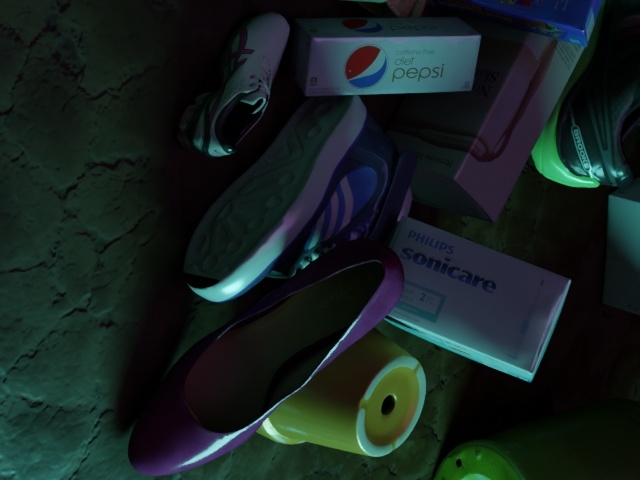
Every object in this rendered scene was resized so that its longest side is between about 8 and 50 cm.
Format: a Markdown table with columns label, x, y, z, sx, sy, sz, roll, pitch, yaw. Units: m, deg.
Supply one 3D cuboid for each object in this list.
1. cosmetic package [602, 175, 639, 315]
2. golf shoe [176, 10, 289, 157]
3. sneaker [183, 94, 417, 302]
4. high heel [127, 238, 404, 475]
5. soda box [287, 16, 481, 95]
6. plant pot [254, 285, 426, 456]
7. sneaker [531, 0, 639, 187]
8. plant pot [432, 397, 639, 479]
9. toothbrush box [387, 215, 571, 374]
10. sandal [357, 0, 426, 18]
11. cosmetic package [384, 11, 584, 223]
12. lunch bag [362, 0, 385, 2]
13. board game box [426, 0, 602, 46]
| label | x | y | z | sx | sy | sz | roll | pitch | yaw |
| --- | --- | --- | --- | --- | --- | --- | --- | --- | --- |
| cosmetic package | 0.639 | -0.004 | 1.968 | 0.224 | 0.138 | 0.224 | -26 | 121 | -39 |
| golf shoe | -0.077 | -0.167 | 1.170 | 0.067 | 0.086 | 0.186 | 42 | 72 | -45 |
| sneaker | 0.000 | 0.000 | 1.281 | 0.323 | 0.130 | 0.236 | -55 | 133 | -25 |
| high heel | -0.071 | 0.128 | 1.164 | 0.377 | 0.127 | 0.181 | -43 | 175 | -2 |
| soda box | 0.074 | -0.218 | 1.257 | 0.216 | 0.069 | 0.074 | -5 | 122 | -20 |
| plant pot | 0.019 | 0.174 | 1.326 | 0.205 | 0.188 | 0.205 | -20 | 119 | -41 |
| sneaker | 0.493 | -0.292 | 1.626 | 0.483 | 0.202 | 0.185 | -65 | 159 | 0 |
| plant pot | 0.377 | 0.441 | 1.731 | 0.353 | 0.366 | 0.366 | 6 | 101 | -37 |
| toothbrush box | 0.196 | 0.083 | 1.381 | 0.295 | 0.216 | 0.126 | 46 | 67 | -76 |
| sandal | 0.076 | -0.289 | 1.287 | 0.079 | 0.088 | 0.240 | -23 | 126 | -47 |
| cosmetic package | 0.214 | -0.191 | 1.427 | 0.129 | 0.153 | 0.296 | 39 | 74 | -46 |
| lunch bag | 0.010 | -0.335 | 1.084 | 0.287 | 0.235 | 0.169 | -23 | 121 | -40 |
| board game box | 0.271 | -0.440 | 1.321 | 0.078 | 0.233 | 0.347 | 17 | 93 | -73 |
